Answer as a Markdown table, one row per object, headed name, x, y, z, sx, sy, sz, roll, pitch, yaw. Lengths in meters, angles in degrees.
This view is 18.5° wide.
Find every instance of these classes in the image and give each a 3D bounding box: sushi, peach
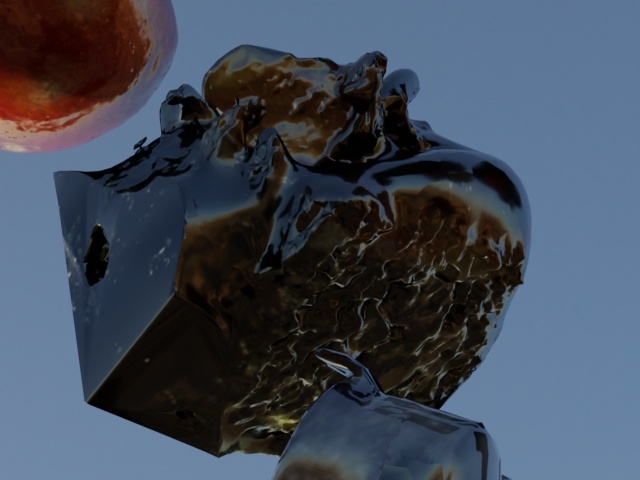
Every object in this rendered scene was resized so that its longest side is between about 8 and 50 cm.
| name | x | y | z | sx | sy | sz | roll | pitch | yaw |
| --- | --- | --- | --- | --- | --- | --- | --- | --- | --- |
| sushi | 0.001 | 0.000 | 1.112 | 0.227 | 0.215 | 0.212 | 25 | -61 | -29 |
| peach | -0.220 | -0.173 | 1.440 | 0.243 | 0.243 | 0.199 | 19 | -61 | -29 |

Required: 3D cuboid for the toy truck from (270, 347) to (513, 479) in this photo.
| name | x | y | z | sx | sy | sz | roll | pitch | yaw |
| --- | --- | --- | --- | --- | --- | --- | --- | --- | --- |
| toy truck | 0.063 | 0.152 | 0.455 | 0.363 | 0.177 | 0.178 | 47 | -117 | -70 |
